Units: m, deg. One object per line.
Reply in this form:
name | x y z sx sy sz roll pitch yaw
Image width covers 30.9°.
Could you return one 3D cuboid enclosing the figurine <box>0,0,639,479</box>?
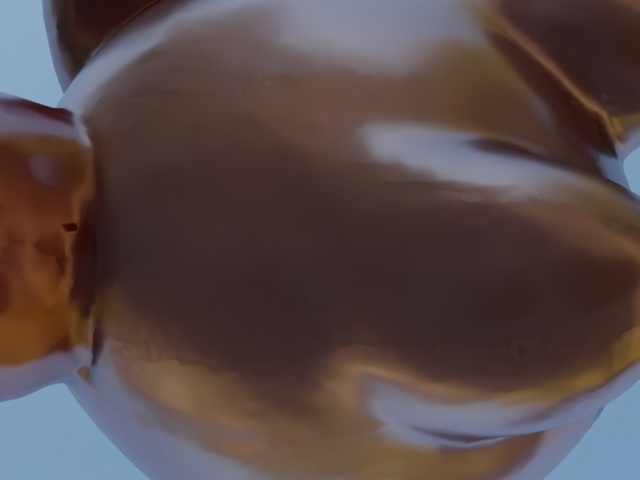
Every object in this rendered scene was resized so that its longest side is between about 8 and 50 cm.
figurine | -0.008 0.002 0.438 0.261 0.270 0.211 12 -46 8
